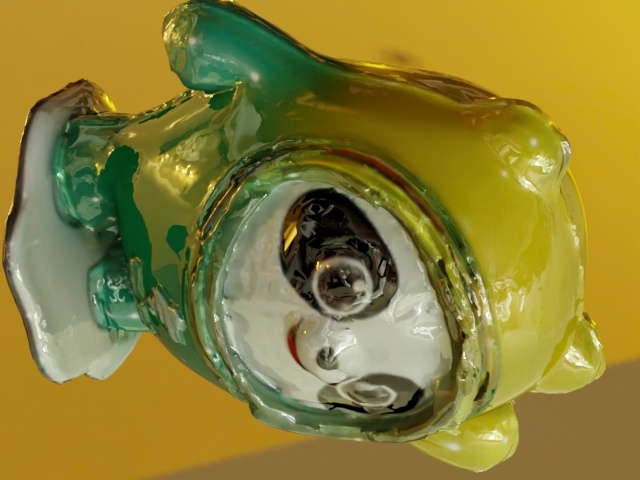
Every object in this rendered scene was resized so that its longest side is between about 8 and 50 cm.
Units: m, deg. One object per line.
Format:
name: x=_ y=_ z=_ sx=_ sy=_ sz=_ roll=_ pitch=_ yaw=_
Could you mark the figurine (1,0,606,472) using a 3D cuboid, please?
figurine: x=0.000 y=0.000 z=1.113 sx=0.340 sy=0.324 sz=0.231 roll=4 pitch=-145 yaw=24
